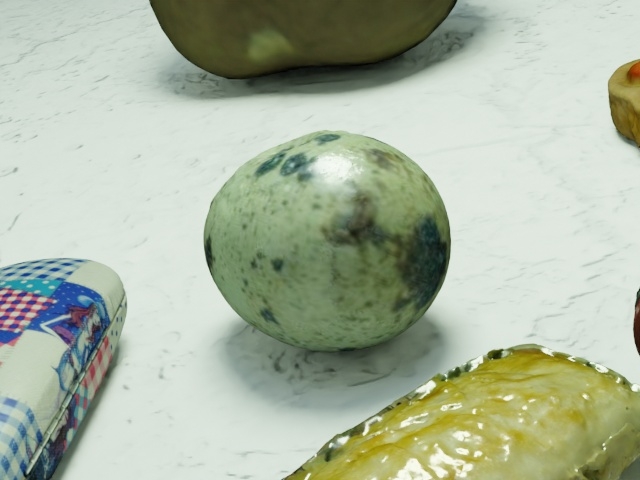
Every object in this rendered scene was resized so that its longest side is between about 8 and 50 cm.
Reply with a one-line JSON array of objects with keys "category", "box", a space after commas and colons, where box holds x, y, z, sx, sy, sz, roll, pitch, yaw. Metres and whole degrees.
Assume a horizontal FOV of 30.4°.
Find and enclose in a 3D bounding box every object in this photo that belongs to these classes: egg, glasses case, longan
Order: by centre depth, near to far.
[{"category": "glasses case", "box": [-0.208, 0.099, 0.710, 0.125, 0.076, 0.327, -5, 26, 10]}, {"category": "egg", "box": [0.000, 0.000, 0.757, 0.181, 0.141, 0.141, 1, 26, 46]}, {"category": "longan", "box": [-0.011, -0.357, 1.321, 0.404, 0.336, 0.404, -14, 58, 23]}]

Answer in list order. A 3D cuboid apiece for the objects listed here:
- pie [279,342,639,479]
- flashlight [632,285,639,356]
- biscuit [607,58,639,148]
[{"category": "pie", "box": [0.060, 0.120, 0.559, 0.128, 0.068, 0.282, 14, 31, 43]}, {"category": "flashlight", "box": [0.247, 0.008, 0.693, 0.093, 0.093, 0.232, 1, 25, 26]}, {"category": "biscuit", "box": [0.422, -0.138, 0.971, 0.359, 0.074, 0.381, -15, 27, -13]}]
